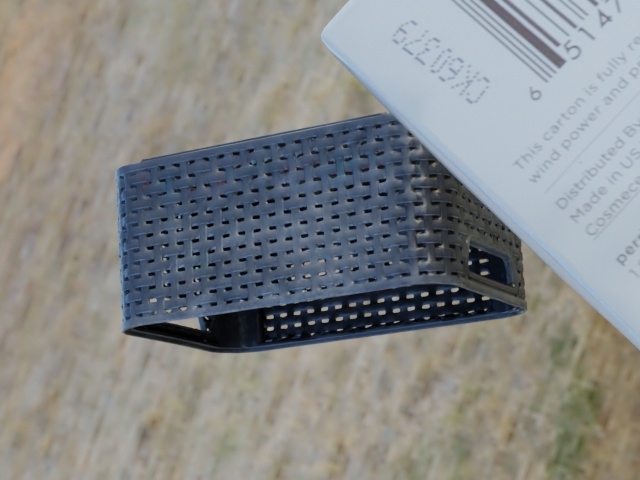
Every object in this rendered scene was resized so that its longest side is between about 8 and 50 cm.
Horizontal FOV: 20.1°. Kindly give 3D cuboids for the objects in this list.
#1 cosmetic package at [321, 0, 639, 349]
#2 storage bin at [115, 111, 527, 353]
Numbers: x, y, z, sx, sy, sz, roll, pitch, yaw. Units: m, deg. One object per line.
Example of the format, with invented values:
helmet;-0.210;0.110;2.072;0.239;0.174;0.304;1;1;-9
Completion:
cosmetic package;0.129;-0.040;0.557;0.151;0.183;0.151;-47;58;6
storage bin;0.000;0.000;0.892;0.180;0.122;0.084;-10;76;25
